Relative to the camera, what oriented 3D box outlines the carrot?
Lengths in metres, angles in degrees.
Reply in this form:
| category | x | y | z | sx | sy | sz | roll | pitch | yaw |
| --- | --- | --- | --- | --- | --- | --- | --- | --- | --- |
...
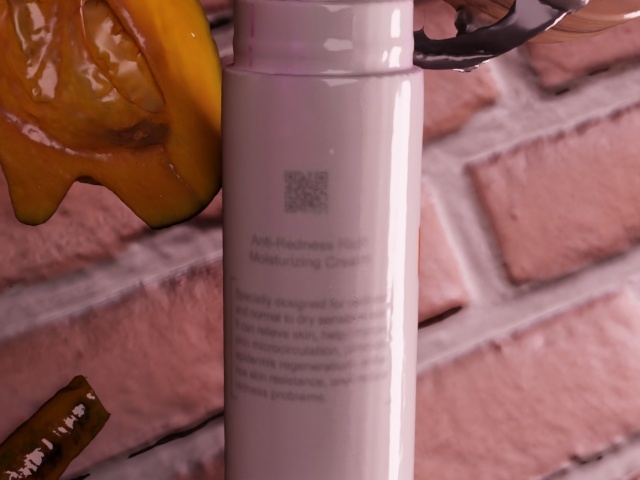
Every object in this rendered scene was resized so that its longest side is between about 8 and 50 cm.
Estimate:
| category | x | y | z | sx | sy | sz | roll | pitch | yaw |
| --- | --- | --- | --- | --- | --- | --- | --- | --- | --- |
| carrot | -0.166 | 0.138 | 0.902 | 0.042 | 0.042 | 0.170 | 45 | 69 | -9 |

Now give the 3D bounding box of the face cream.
| category | x | y | z | sx | sy | sz | roll | pitch | yaw |
| --- | --- | --- | --- | --- | --- | --- | --- | --- | --- |
| face cream | 0.000 | 0.000 | 0.898 | 0.102 | 0.102 | 0.345 | -2 | 101 | -20 |

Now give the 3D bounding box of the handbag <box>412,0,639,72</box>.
| category | x | y | z | sx | sy | sz | roll | pitch | yaw |
| --- | --- | --- | --- | --- | --- | --- | --- | --- | --- |
| handbag | 0.076 | -0.222 | 0.981 | 0.302 | 0.149 | 0.283 | 26 | 73 | -17 |

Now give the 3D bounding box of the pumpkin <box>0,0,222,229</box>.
| category | x | y | z | sx | sy | sz | roll | pitch | yaw |
| --- | --- | --- | --- | --- | --- | --- | --- | --- | --- |
| pumpkin | -0.159 | -0.119 | 0.919 | 0.254 | 0.130 | 0.149 | 52 | 27 | -21 |
